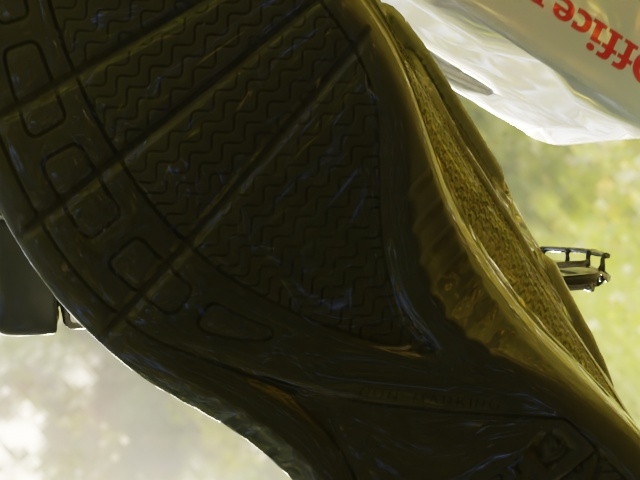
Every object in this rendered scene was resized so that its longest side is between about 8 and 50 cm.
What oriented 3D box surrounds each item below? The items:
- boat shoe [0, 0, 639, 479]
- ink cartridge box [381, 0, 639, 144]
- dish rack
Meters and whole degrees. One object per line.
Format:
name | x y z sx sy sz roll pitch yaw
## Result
boat shoe | 0.003 -0.001 0.587 0.320 0.118 0.103 48 -167 -17
ink cartridge box | 0.118 -0.185 0.922 0.172 0.237 0.100 29 169 -23
dish rack | -0.017 0.001 0.859 0.208 0.271 0.074 -158 65 -82
